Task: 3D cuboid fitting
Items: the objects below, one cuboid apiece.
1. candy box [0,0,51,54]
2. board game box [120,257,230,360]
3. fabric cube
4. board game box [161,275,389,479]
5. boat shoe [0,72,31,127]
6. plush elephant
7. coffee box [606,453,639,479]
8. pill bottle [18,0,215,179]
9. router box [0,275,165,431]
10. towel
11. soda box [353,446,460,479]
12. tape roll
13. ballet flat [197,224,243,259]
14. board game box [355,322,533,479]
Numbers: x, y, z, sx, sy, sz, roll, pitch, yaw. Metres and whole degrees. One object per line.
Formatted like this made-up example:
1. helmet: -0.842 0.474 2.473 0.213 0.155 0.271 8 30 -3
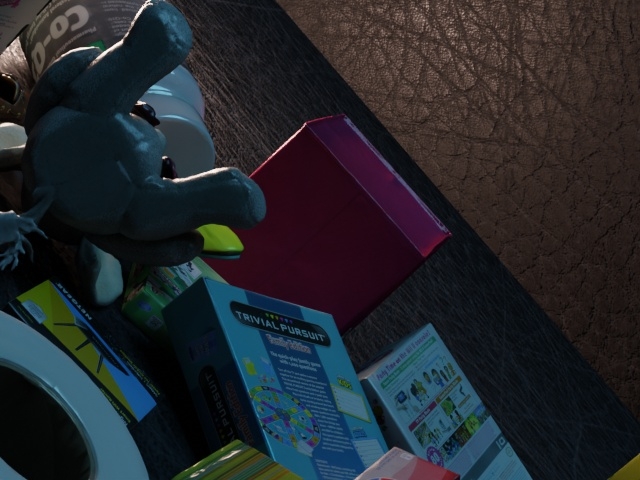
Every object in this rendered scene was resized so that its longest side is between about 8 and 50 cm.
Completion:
1. candy box: -0.418 -0.225 1.608 0.071 0.233 0.159 52 15 13
2. board game box: -0.115 0.132 1.898 0.317 0.046 0.213 43 17 -17
3. fabric cube: 0.000 0.000 2.135 0.259 0.258 0.254 49 14 4
4. board game box: -0.030 0.222 1.729 0.253 0.079 0.336 20 39 -50
5. boat shoe: -0.400 -0.178 1.866 0.064 0.060 0.178 49 15 7
6. plush elephant: -0.254 -0.075 1.696 0.272 0.330 0.255 59 -8 -7
7. coffee box: 0.514 0.529 2.070 0.338 0.334 0.338 25 28 -50
8. pill bottle: -0.276 -0.207 2.002 0.204 0.204 0.361 32 21 -44
9. router box: -0.253 0.128 1.536 0.179 0.046 0.133 47 16 -1
10. towel: -0.046 0.277 1.495 0.102 0.021 0.237 -28 37 -35
11. soda box: 0.038 0.318 1.524 0.092 0.083 0.263 19 31 31
12. tape roll: -0.271 0.188 1.113 0.246 0.169 0.246 42 17 -16
13. ballet flat: -0.187 -0.023 1.806 0.231 0.077 0.077 6 6 41
14. board game box: 0.153 0.288 1.958 0.303 0.097 0.224 58 30 0
